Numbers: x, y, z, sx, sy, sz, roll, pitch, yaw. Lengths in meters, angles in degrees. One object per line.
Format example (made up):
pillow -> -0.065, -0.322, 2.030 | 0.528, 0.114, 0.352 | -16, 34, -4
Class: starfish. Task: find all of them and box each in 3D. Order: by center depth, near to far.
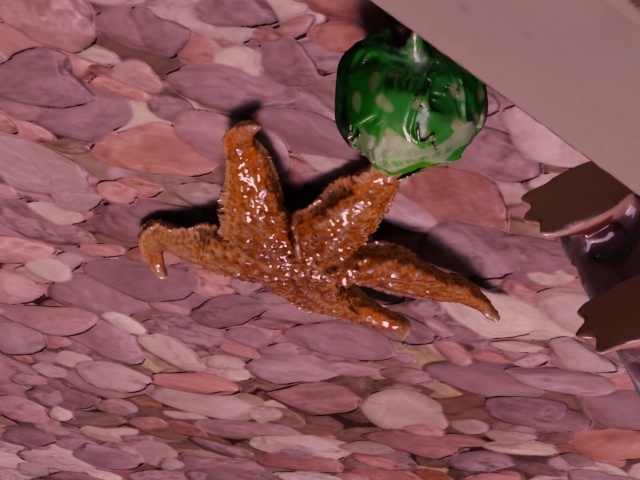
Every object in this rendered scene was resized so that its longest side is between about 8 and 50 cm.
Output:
starfish -> -0.001, 0.004, 1.312 | 0.299, 0.060, 0.302 | 11, 153, 3

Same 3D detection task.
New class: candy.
candy -> 0.045, -0.152, 0.976 | 0.097, 0.097, 0.323 | 4, 146, 11

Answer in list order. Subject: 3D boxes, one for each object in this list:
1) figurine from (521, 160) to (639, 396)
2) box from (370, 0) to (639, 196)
figurine -> 0.373, 0.028, 1.123 | 0.377, 0.266, 0.361 | -31, 136, 7
box -> 0.252, -0.154, 0.798 | 0.396, 0.111, 0.396 | 32, 142, -27
